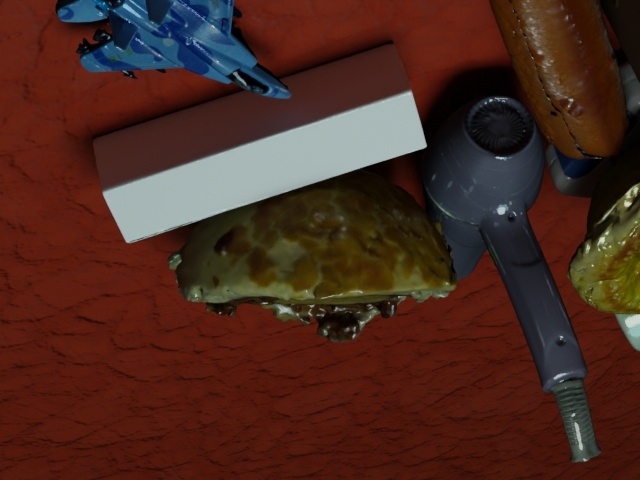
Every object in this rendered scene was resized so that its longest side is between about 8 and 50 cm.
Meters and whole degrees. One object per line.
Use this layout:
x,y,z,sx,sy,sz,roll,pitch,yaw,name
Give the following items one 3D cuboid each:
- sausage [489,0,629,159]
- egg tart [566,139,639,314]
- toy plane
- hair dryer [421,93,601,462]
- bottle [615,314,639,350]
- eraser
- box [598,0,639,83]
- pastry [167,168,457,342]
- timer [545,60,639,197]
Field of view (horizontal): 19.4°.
0.213,-0.185,1.681,0.102,0.102,0.330,-21,140,7,sausage
0.361,-0.036,1.839,0.295,0.116,0.295,-20,153,-11,egg tart
-0.103,-0.176,1.605,0.169,0.078,0.246,-33,151,25,toy plane
0.190,0.060,1.847,0.121,0.361,0.301,-14,156,-12,hair dryer
0.457,0.036,2.163,0.245,0.104,0.104,-26,147,14,bottle
-0.057,-0.091,1.741,0.298,0.078,0.076,-18,136,2,eraser
0.437,-0.223,1.631,0.339,0.229,0.239,-15,148,-2,box
-0.003,-0.002,1.825,0.256,0.170,0.237,7,166,-31,pastry
0.369,-0.111,1.919,0.253,0.078,0.178,6,144,-31,timer
